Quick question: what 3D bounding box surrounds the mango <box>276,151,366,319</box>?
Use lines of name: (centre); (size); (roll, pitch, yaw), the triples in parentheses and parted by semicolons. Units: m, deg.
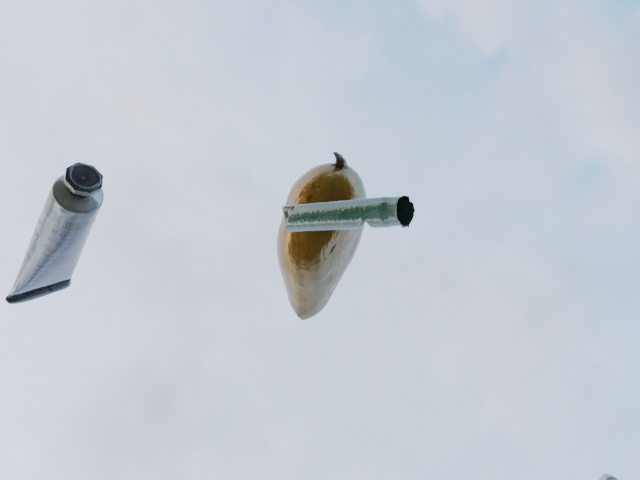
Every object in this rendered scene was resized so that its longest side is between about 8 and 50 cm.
mango: (0.000, 0.000, 1.114); (0.119, 0.176, 0.317); (23, -54, 22)

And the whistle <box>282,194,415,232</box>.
whistle: (0.025, -0.030, 0.803); (0.186, 0.039, 0.039); (-2, -95, 40)

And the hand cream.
hand cream: (-0.313, 0.003, 0.797); (0.088, 0.256, 0.055); (-23, -110, -43)

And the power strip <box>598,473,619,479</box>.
power strip: (0.429, 0.493, 1.041); (0.105, 0.070, 0.257); (36, -90, 6)
